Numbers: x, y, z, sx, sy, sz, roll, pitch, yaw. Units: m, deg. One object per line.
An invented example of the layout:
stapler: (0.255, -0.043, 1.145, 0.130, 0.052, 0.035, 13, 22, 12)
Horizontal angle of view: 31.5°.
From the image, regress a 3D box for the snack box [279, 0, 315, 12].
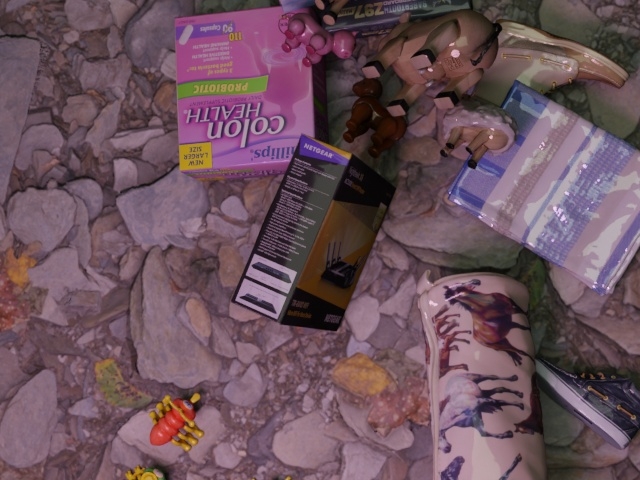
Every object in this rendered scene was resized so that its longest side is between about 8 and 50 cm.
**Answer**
snack box: (0.005, -0.457, 1.694, 0.174, 0.070, 0.207, -14, 60, 6)

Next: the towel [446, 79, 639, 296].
towel: (0.351, -0.074, 1.646, 0.285, 0.034, 0.209, 31, 100, 1)

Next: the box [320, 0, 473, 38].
box: (0.110, -0.415, 1.749, 0.232, 0.059, 0.183, -8, 81, 12)

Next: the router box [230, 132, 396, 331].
router box: (0.000, 0.000, 1.611, 0.081, 0.309, 0.243, 23, 91, 16)

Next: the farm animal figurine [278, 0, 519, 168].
farm animal figurine: (0.116, -0.281, 1.595, 0.326, 0.330, 0.172, 15, 53, 39)

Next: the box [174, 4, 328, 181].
box: (-0.104, -0.224, 1.750, 0.213, 0.117, 0.243, -3, 85, 11)

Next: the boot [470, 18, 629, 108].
boot: (0.330, -0.219, 1.681, 0.213, 0.077, 0.165, 22, 92, 13)

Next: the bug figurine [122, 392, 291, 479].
bug figurine: (-0.188, 0.378, 1.740, 0.279, 0.072, 0.216, 39, 94, 12)

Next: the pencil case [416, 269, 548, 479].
pencil case: (0.219, 0.247, 1.587, 0.183, 0.160, 0.410, 7, 71, -27)

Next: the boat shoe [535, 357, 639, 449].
boat shoe: (0.388, 0.214, 1.644, 0.183, 0.065, 0.083, 40, 78, 15)
